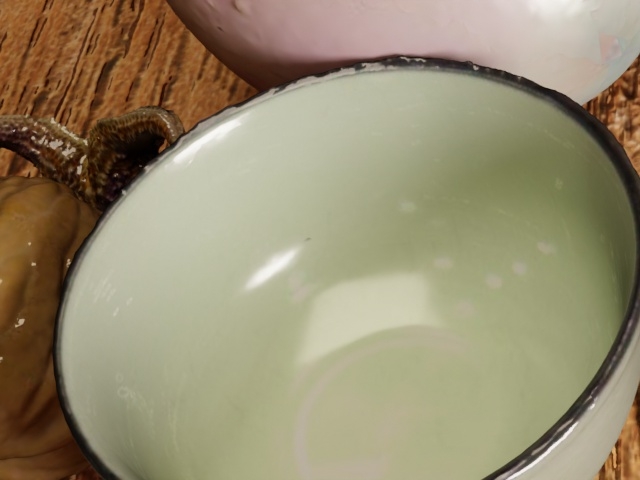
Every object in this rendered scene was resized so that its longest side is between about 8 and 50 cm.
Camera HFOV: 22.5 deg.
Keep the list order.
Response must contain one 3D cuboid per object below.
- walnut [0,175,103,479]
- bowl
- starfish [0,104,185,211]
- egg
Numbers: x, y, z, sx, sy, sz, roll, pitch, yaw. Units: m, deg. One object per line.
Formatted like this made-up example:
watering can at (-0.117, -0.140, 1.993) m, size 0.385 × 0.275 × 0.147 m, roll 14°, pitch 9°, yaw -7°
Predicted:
walnut at (-0.202, 0.058, 1.074) m, size 0.213 × 0.213 × 0.213 m, roll -11°, pitch 46°, yaw 12°
bowl at (0.035, 0.074, 0.970) m, size 0.354 × 0.185 × 0.353 m, roll -10°, pitch 47°, yaw 11°
starfish at (-0.156, -0.038, 1.177) m, size 0.238 × 0.216 × 0.071 m, roll -32°, pitch 18°, yaw 47°
egg at (0.082, -0.219, 1.119) m, size 0.354 × 0.354 × 0.340 m, roll -34°, pitch 54°, yaw -11°
